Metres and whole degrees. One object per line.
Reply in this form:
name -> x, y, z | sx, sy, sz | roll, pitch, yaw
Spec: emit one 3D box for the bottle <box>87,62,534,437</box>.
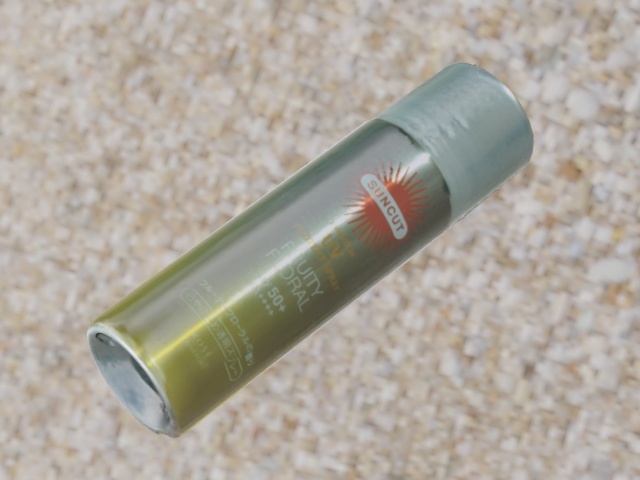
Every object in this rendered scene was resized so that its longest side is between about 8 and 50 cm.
bottle -> 0.000, 0.000, 1.137 | 0.286, 0.082, 0.082 | -37, 33, -24
